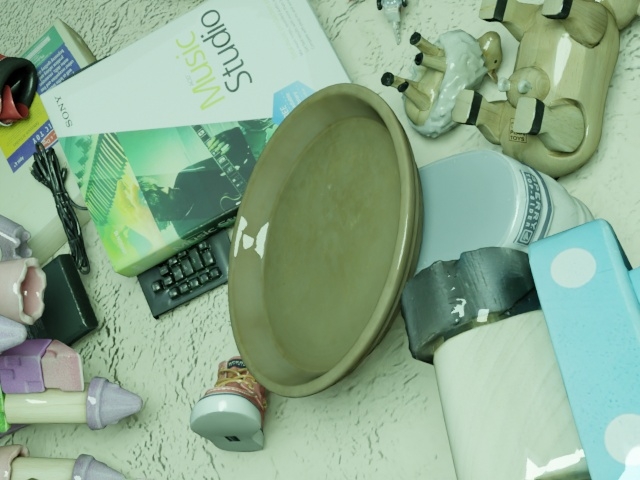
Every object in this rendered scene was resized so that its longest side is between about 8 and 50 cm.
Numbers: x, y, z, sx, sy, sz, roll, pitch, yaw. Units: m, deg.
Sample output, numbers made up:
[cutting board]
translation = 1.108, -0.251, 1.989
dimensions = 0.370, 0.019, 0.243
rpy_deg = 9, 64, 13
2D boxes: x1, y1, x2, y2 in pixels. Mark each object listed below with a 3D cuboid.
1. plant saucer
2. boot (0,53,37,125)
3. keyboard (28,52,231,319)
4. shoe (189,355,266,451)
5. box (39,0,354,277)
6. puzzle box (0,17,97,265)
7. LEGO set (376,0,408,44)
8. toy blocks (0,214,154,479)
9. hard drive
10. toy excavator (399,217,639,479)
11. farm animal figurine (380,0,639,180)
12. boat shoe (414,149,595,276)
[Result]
[plant saucer]
translation = 0.000, 0.000, 0.716
dimensions = 0.278, 0.041, 0.278
rpy_deg = -26, 58, 51
[boot]
translation = -0.474, -0.145, 1.048
dimensions = 0.176, 0.088, 0.244
rpy_deg = 23, 79, 29
[keyboard]
translation = -0.236, -0.059, 0.945
dimensions = 0.201, 0.033, 0.317
rpy_deg = -28, 75, 11
[shoe]
translation = -0.083, 0.145, 0.764
dimensions = 0.063, 0.178, 0.081
rpy_deg = -1, 66, 2
[box]
translation = -0.125, -0.133, 0.894
dimensions = 0.322, 0.058, 0.232
rpy_deg = -29, 76, 6
[puzzle box]
translation = -0.425, -0.074, 1.077
dimensions = 0.409, 0.052, 0.272
rpy_deg = -41, 59, 7
[LEGO set]
translation = 0.092, -0.343, 0.937
dimensions = 0.244, 0.060, 0.182
rpy_deg = -39, 59, -5
[toy blocks]
translation = -0.306, 0.142, 0.833
dimensions = 0.260, 0.309, 0.289
rpy_deg = -1, 108, 1
[hard drive]
translation = -0.322, 0.087, 0.951
dimensions = 0.135, 0.022, 0.094
rpy_deg = -32, 76, 32
[toy excavator]
translation = 0.265, 0.059, 0.468
dimensions = 0.445, 0.433, 0.222
rpy_deg = -23, 52, 20
[farm animal figurine]
translation = 0.251, -0.192, 0.726
dimensions = 0.330, 0.172, 0.327
rpy_deg = 41, 111, 45
[boat shoe]
translation = 0.096, -0.006, 0.757
dimensions = 0.367, 0.156, 0.136
rpy_deg = -10, 70, 54
